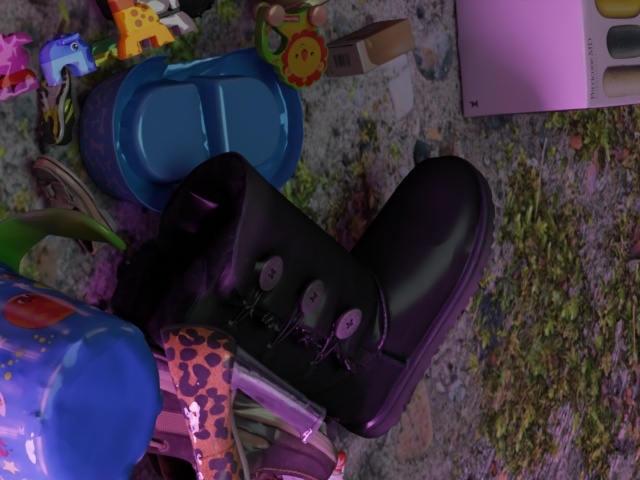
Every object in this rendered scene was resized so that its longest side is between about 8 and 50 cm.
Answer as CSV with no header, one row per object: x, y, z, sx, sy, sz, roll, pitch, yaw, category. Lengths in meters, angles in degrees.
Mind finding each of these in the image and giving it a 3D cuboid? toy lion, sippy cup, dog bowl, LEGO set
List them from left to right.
-0.272,0.133,1.458,0.240,0.224,0.305,-14,111,-53,sippy cup
-0.223,-0.218,1.609,0.227,0.087,0.093,-25,103,-27,LEGO set
-0.139,-0.120,1.771,0.297,0.074,0.165,-14,100,-49,dog bowl
-0.032,-0.215,1.819,0.100,0.034,0.096,-6,107,-41,toy lion

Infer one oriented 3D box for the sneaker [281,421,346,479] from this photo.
0.002,0.280,1.876,0.057,0.075,0.161,12,44,-38,sneaker

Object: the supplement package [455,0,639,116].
0.343,-0.279,2.256,0.263,0.198,0.199,-10,98,-50,supplement package

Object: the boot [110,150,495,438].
0.000,0.002,1.826,0.445,0.146,0.367,32,76,-49,boot

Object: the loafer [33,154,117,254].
-0.251,-0.035,1.658,0.125,0.045,0.039,52,59,-40,loafer

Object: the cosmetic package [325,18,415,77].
0.060,-0.238,2.023,0.115,0.060,0.041,-32,114,-48,cosmetic package

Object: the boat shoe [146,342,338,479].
-0.132,0.205,1.751,0.355,0.132,0.130,30,85,-37,boat shoe

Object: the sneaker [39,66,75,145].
-0.265,-0.135,1.658,0.035,0.031,0.083,28,66,-68,sneaker

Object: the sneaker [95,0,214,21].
-0.130,-0.305,1.761,0.286,0.109,0.130,-16,115,-31,sneaker

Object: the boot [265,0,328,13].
-0.021,-0.395,1.900,0.262,0.095,0.203,-54,129,-38,boot

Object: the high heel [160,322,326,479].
-0.142,0.213,1.634,0.186,0.093,0.261,37,95,-14,high heel
